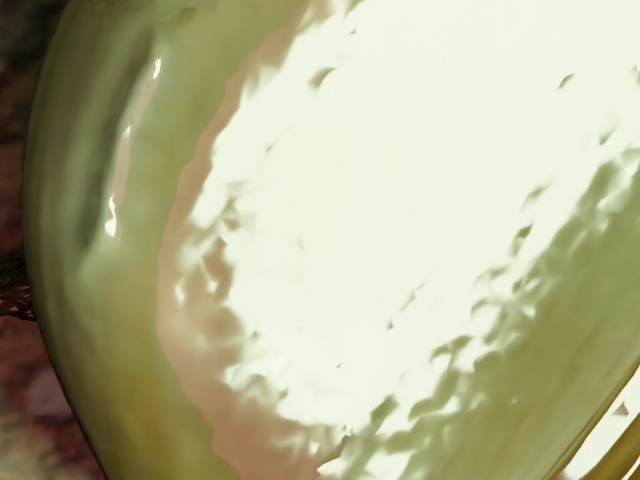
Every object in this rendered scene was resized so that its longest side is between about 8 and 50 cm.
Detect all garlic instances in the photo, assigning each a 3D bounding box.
[{"bbox_3d":[0.052,-0.007,0.506,0.279,0.132,0.325,30,88,-35],"label":"garlic"}]

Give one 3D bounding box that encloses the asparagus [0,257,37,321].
[{"bbox_3d":[0.000,0.000,0.574,0.233,0.023,0.022,-9,80,-22],"label":"asparagus"}]
